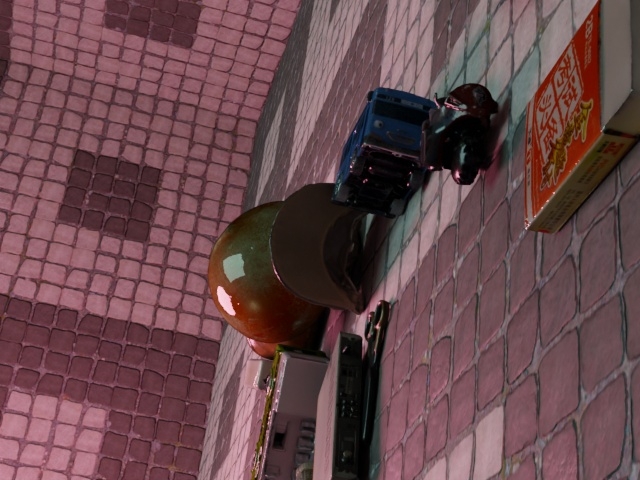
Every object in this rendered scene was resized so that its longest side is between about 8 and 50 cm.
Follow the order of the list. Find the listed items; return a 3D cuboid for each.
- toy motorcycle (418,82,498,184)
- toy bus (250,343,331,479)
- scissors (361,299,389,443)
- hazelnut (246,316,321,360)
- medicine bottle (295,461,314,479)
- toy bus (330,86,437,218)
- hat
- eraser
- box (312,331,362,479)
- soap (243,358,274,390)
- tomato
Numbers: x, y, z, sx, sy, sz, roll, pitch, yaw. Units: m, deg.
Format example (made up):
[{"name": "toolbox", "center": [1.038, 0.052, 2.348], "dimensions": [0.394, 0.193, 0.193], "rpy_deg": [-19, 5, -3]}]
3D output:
[{"name": "toy motorcycle", "center": [0.165, -0.139, 1.428], "dimensions": [0.213, 0.082, 0.122], "rpy_deg": [-132, 55, -77]}, {"name": "toy bus", "center": [-0.052, 0.338, 1.997], "dimensions": [0.139, 0.113, 0.301], "rpy_deg": [-178, 98, -80]}, {"name": "scissors", "center": [0.077, 0.196, 1.694], "dimensions": [0.088, 0.017, 0.220], "rpy_deg": [125, 157, -57]}, {"name": "hazelnut", "center": [-0.075, 0.166, 2.246], "dimensions": [0.150, 0.150, 0.150], "rpy_deg": [-167, 90, -81]}, {"name": "medicine bottle", "center": [-0.016, 0.404, 1.862], "dimensions": [0.083, 0.047, 0.047], "rpy_deg": [-96, 21, -62]}, {"name": "toy bus", "center": [0.098, -0.132, 1.720], "dimensions": [0.234, 0.116, 0.133], "rpy_deg": [121, 163, -67]}, {"name": "hat", "center": [0.000, 0.000, 1.885], "dimensions": [0.149, 0.245, 0.214], "rpy_deg": [6, 82, 60]}, {"name": "eraser", "center": [0.249, -0.127, 1.055], "dimensions": [0.230, 0.038, 0.157], "rpy_deg": [116, 164, -58]}, {"name": "box", "center": [0.026, 0.297, 1.745], "dimensions": [0.270, 0.045, 0.210], "rpy_deg": [-86, 9, -46]}, {"name": "soap", "center": [-0.075, 0.265, 2.175], "dimensions": [0.183, 0.122, 0.063], "rpy_deg": [155, 127, -77]}, {"name": "tomato", "center": [-0.084, 0.045, 2.071], "dimensions": [0.270, 0.223, 0.270], "rpy_deg": [-46, 18, 20]}]
